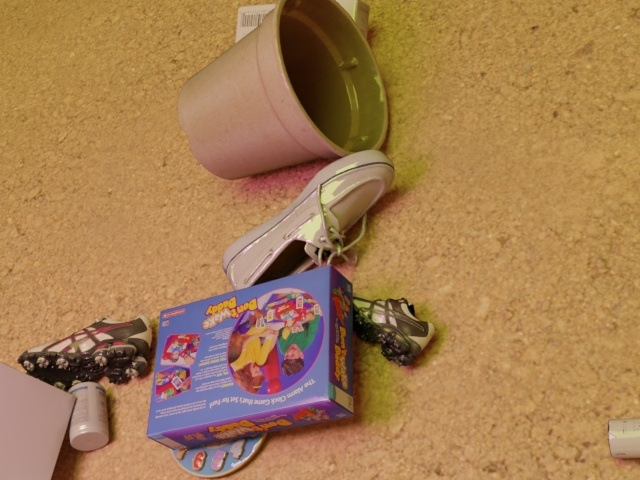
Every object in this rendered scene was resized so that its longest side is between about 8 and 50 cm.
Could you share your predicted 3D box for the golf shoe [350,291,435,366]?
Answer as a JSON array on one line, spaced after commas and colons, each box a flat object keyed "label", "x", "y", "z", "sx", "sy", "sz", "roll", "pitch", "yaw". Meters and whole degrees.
[{"label": "golf shoe", "x": 0.106, "y": 0.128, "z": 1.576, "sx": 0.094, "sy": 0.077, "sz": 0.198, "roll": -35, "pitch": 48, "yaw": -20}]

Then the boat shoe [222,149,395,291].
[{"label": "boat shoe", "x": -0.005, "y": -0.003, "z": 1.676, "sx": 0.367, "sy": 0.136, "sz": 0.156, "roll": -34, "pitch": 49, "yaw": 8}]

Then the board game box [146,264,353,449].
[{"label": "board game box", "x": -0.116, "y": 0.196, "z": 1.563, "sx": 0.347, "sy": 0.078, "sz": 0.233, "roll": -16, "pitch": 55, "yaw": 26}]

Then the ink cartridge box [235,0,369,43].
[{"label": "ink cartridge box", "x": -0.051, "y": -0.366, "z": 1.997, "sx": 0.296, "sy": 0.066, "sz": 0.261, "roll": 4, "pitch": 86, "yaw": 31}]

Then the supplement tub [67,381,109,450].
[{"label": "supplement tub", "x": -0.421, "y": 0.317, "z": 1.725, "sx": 0.071, "sy": 0.071, "sz": 0.107, "roll": -24, "pitch": 50, "yaw": 12}]

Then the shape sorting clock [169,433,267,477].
[{"label": "shape sorting clock", "x": -0.175, "y": 0.301, "z": 1.621, "sx": 0.206, "sy": 0.040, "sz": 0.206, "roll": -15, "pitch": 53, "yaw": 20}]

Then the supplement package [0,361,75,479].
[{"label": "supplement package", "x": -0.611, "y": 0.346, "z": 1.685, "sx": 0.262, "sy": 0.198, "sz": 0.199, "roll": -17, "pitch": 51, "yaw": 39}]

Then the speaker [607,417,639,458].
[{"label": "speaker", "x": 0.462, "y": 0.265, "z": 1.286, "sx": 0.136, "sy": 0.055, "sz": 0.055, "roll": -8, "pitch": 55, "yaw": 24}]

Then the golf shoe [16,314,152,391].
[{"label": "golf shoe", "x": -0.440, "y": 0.212, "z": 1.806, "sx": 0.272, "sy": 0.105, "sz": 0.120, "roll": -7, "pitch": 40, "yaw": 18}]

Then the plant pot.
[{"label": "plant pot", "x": -0.089, "y": -0.261, "z": 1.801, "sx": 0.305, "sy": 0.334, "sz": 0.334, "roll": -20, "pitch": 50, "yaw": 34}]
